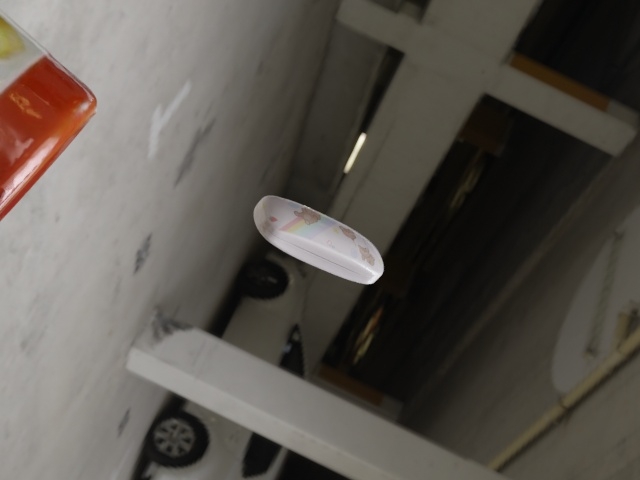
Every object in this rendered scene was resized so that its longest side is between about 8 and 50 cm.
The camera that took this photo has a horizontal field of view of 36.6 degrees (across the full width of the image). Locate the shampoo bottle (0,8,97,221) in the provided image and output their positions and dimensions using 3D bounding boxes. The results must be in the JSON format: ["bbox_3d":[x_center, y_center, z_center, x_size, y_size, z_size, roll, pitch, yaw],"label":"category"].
[{"bbox_3d":[-0.220,-0.107,0.352,0.104,0.278,0.104,-45,-166,14],"label":"shampoo bottle"}]

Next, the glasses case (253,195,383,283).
[{"bbox_3d":[0.000,0.000,0.533,0.021,0.083,0.032,-50,-149,26],"label":"glasses case"}]
